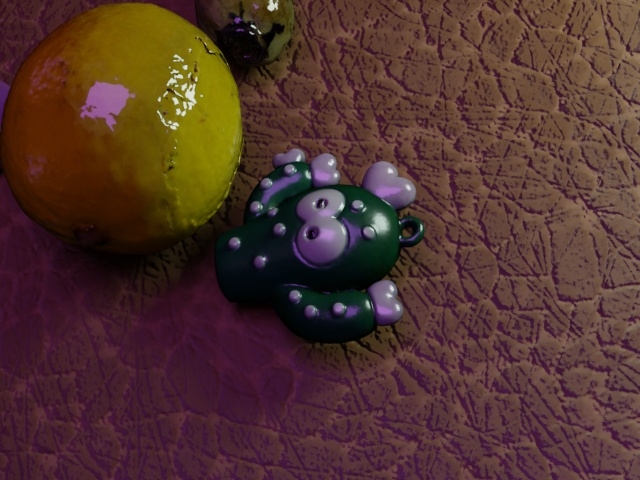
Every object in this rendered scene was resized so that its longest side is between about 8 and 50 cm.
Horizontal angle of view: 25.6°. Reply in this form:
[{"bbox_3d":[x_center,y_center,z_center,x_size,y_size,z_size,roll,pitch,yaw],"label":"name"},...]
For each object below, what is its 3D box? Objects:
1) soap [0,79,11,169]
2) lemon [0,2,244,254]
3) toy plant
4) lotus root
[{"bbox_3d":[-0.471,-0.169,1.826,0.203,0.065,0.122,29,69,24],"label":"soap"},{"bbox_3d":[-0.227,-0.129,1.635,0.297,0.297,0.297,-5,59,8],"label":"lemon"},{"bbox_3d":[0.002,0.004,1.610,0.243,0.112,0.232,12,68,23],"label":"toy plant"},{"bbox_3d":[-0.101,-0.314,1.804,0.138,0.138,0.214,-15,50,2],"label":"lotus root"}]
